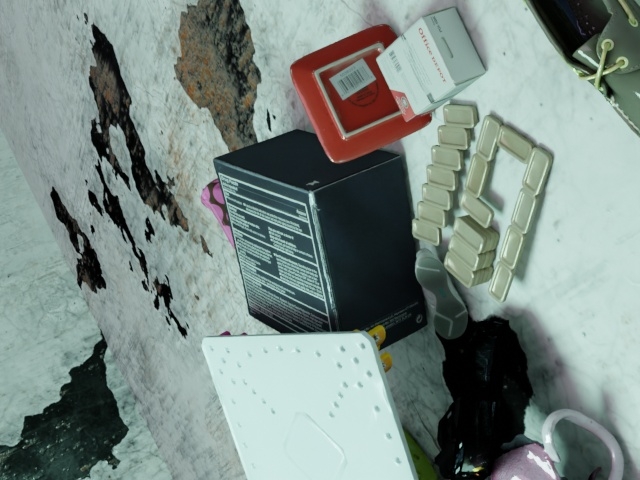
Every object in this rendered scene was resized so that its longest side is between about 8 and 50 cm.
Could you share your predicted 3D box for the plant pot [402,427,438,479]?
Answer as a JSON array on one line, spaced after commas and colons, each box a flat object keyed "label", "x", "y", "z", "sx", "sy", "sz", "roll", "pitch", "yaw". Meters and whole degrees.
[{"label": "plant pot", "x": 0.113, "y": 0.496, "z": 1.723, "sx": 0.207, "sy": 0.228, "sz": 0.227, "roll": 37, "pitch": 140, "yaw": 34}]

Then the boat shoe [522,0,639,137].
[{"label": "boat shoe", "x": 0.286, "y": -0.204, "z": 0.996, "sx": 0.305, "sy": 0.091, "sz": 0.109, "roll": 61, "pitch": 153, "yaw": 11}]

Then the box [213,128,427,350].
[{"label": "box", "x": 0.000, "y": 0.000, "z": 1.578, "sx": 0.296, "sy": 0.182, "sz": 0.294, "roll": 22, "pitch": 131, "yaw": 52}]

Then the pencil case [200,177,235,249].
[{"label": "pencil case", "x": -0.160, "y": -0.029, "z": 1.945, "sx": 0.209, "sy": 0.098, "sz": 0.095, "roll": 56, "pitch": 152, "yaw": 22}]

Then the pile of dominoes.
[{"label": "pile of dominoes", "x": 0.217, "y": -0.057, "z": 1.325, "sx": 0.196, "sy": 0.040, "sz": 0.251, "roll": 45, "pitch": 138, "yaw": 38}]

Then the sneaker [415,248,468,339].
[{"label": "sneaker", "x": 0.179, "y": 0.077, "z": 1.466, "sx": 0.061, "sy": 0.053, "sz": 0.152, "roll": -94, "pitch": -16, "yaw": -65}]

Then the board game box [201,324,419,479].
[{"label": "board game box", "x": 0.006, "y": 0.318, "z": 1.529, "sx": 0.390, "sy": 0.050, "sz": 0.390, "roll": -7, "pitch": 105, "yaw": 47}]

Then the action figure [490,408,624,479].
[{"label": "action figure", "x": 0.303, "y": 0.447, "z": 1.242, "sx": 0.248, "sy": 0.370, "sz": 0.276, "roll": 26, "pitch": 134, "yaw": -12}]

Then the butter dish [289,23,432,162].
[{"label": "butter dish", "x": 0.054, "y": -0.199, "z": 1.398, "sx": 0.118, "sy": 0.160, "sz": 0.160, "roll": 116, "pitch": 129, "yaw": -86}]

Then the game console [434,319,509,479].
[{"label": "game console", "x": 0.214, "y": 0.259, "z": 1.449, "sx": 0.361, "sy": 0.043, "sz": 0.213, "roll": 97, "pitch": -176, "yaw": -68}]

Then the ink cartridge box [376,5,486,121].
[{"label": "ink cartridge box", "x": 0.141, "y": -0.226, "z": 1.282, "sx": 0.099, "sy": 0.056, "sz": 0.135, "roll": 65, "pitch": 154, "yaw": 3}]
